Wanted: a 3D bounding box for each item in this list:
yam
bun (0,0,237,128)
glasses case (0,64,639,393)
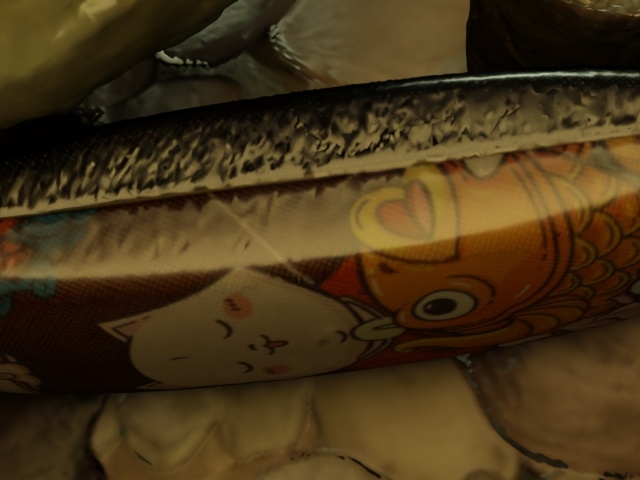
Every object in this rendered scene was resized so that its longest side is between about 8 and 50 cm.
[{"bbox_3d":[0.092,-0.085,0.627,0.084,0.127,0.084,0,69,1],"label":"yam"},{"bbox_3d":[-0.131,-0.153,0.619,0.364,0.202,0.364,-19,38,16],"label":"bun"},{"bbox_3d":[0.000,0.000,0.602,0.321,0.122,0.082,-8,73,2],"label":"glasses case"}]
